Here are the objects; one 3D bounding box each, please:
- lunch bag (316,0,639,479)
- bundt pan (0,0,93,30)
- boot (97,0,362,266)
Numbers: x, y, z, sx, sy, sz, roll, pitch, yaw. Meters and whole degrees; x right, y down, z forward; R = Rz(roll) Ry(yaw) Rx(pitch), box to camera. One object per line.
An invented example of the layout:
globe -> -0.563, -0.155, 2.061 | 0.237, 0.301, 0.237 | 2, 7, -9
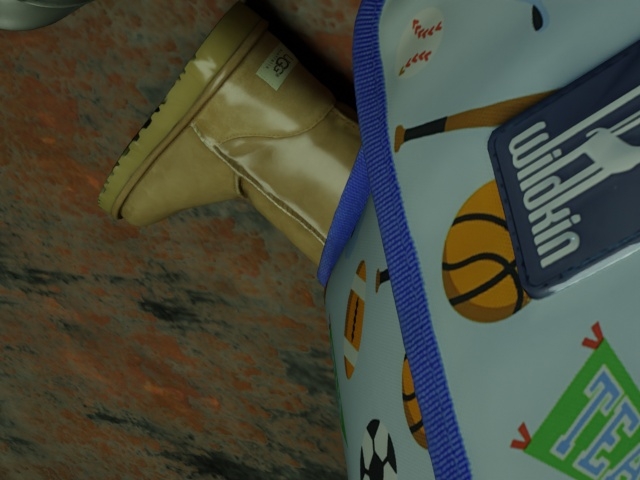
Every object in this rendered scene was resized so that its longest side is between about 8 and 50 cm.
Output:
lunch bag -> 0.134, 0.040, 0.518 | 0.239, 0.328, 0.385 | 1, 145, -15
bundt pan -> -0.222, -0.248, 0.721 | 0.331, 0.124, 0.331 | 26, 146, 19
boot -> 0.000, 0.000, 0.855 | 0.269, 0.089, 0.236 | 39, 148, -6
